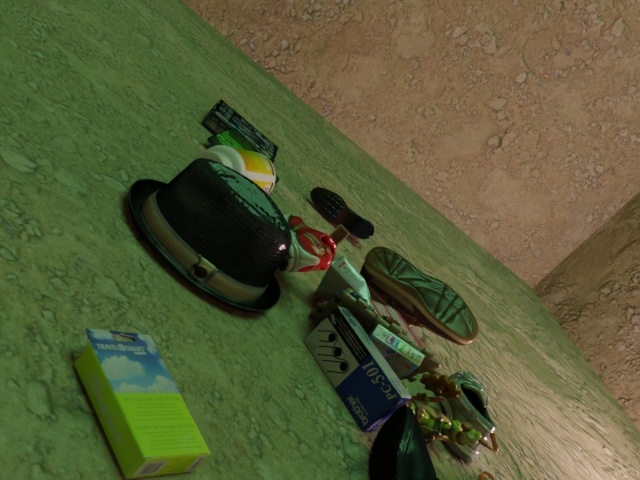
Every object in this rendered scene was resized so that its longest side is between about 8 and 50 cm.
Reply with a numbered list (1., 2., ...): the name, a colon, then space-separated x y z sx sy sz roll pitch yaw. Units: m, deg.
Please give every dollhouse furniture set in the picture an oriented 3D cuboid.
1. dollhouse furniture set: 0.000 0.000 1.646 0.091 0.114 0.081 46 21 0

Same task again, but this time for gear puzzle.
1. gear puzzle: 0.150 0.206 1.381 0.339 0.175 0.044 37 59 -8

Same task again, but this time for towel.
1. towel: 0.157 0.205 1.661 0.197 0.029 0.144 23 26 -45

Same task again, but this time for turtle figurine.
1. turtle figurine: 0.191 0.330 1.327 0.217 0.087 0.269 32 -3 -24

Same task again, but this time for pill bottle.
1. pill bottle: -0.192 -0.145 1.539 0.117 0.117 0.215 48 16 15

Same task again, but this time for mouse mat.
1. mouse mat: -0.194 -0.205 1.797 0.189 0.007 0.152 48 30 -1

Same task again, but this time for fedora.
1. fedora: -0.169 -0.032 1.253 0.334 0.152 0.334 40 16 -14

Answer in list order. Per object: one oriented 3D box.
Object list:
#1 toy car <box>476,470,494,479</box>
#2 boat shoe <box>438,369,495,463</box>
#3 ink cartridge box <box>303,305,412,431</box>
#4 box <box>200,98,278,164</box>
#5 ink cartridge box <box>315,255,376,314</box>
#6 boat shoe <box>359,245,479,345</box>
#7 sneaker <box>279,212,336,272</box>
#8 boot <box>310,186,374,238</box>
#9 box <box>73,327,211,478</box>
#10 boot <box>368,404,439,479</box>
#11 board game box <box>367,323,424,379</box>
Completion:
1. toy car: 0.317 0.486 1.293 0.041 0.060 0.122 -1 29 -22
2. boat shoe: 0.329 0.363 1.533 0.118 0.103 0.320 44 16 2
3. ink cartridge box: 0.063 0.227 1.254 0.046 0.097 0.207 19 29 -55
4. box: -0.219 -0.290 1.953 0.220 0.051 0.175 39 17 -14
5. ink cartridge box: 0.077 0.132 1.467 0.179 0.045 0.145 44 -28 10
6. boat shoe: 0.243 0.159 1.794 0.342 0.123 0.123 36 46 10
7. sneaker: -0.029 0.015 1.446 0.119 0.107 0.279 5 14 -7
8. boot: 0.056 -0.074 2.075 0.219 0.082 0.106 39 -5 -1
9. box: -0.209 0.185 0.812 0.109 0.042 0.178 20 28 -55
10. boot: 0.180 0.398 1.105 0.207 0.094 0.246 37 24 -9
11. board game box: 0.123 0.220 1.336 0.103 0.026 0.154 34 -28 1
